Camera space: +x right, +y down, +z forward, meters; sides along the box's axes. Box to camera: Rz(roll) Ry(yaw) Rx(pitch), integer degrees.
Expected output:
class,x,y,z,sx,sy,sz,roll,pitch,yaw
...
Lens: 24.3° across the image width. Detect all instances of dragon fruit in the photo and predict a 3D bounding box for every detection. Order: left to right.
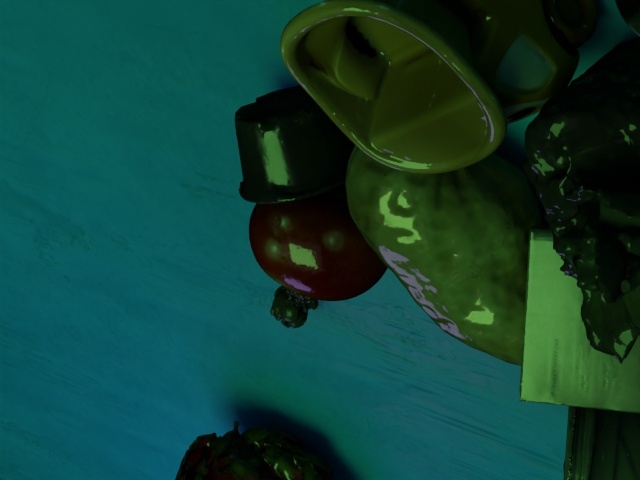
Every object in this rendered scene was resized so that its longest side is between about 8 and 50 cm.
class,x,y,z,sx,sy,sz,roll,pitch,yaw
dragon fruit,-0.094,0.426,2.411,0.303,0.237,0.231,18,162,14

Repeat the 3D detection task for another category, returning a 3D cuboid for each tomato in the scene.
class,x,y,z,sx,sy,sz,roll,pitch,yaw
tomato,0.000,0.000,1.868,0.195,0.195,0.136,23,105,25

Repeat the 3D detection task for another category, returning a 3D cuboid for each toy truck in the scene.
class,x,y,z,sx,sy,sz,roll,pitch,yaw
toy truck,0.118,-0.203,1.483,0.288,0.211,0.204,37,148,-24

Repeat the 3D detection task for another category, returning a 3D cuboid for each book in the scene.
class,x,y,z,sx,sy,sz,roll,pitch,yaw
book,0.363,0.095,1.628,0.283,0.025,0.214,7,109,14

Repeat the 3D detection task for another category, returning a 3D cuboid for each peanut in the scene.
class,x,y,z,sx,sy,sz,roll,pitch,yaw
peanut,0.182,0.007,1.729,0.192,0.169,0.387,-35,111,19

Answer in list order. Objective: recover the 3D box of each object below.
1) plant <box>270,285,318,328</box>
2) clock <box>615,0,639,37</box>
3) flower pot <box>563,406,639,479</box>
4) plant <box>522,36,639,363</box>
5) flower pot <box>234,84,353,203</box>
class,x,y,z,sx,sy,sz,roll,pitch,yaw
plant,-0.027,0.065,2.076,0.085,0.087,0.174,60,148,27
clock,0.232,-0.336,1.211,0.379,0.276,0.120,43,147,5
flower pot,0.368,0.270,1.827,0.141,0.235,0.235,7,137,11
plant,0.303,-0.044,1.421,0.213,0.312,0.215,4,134,38
flower pot,-0.037,-0.124,1.819,0.157,0.157,0.106,3,118,42
